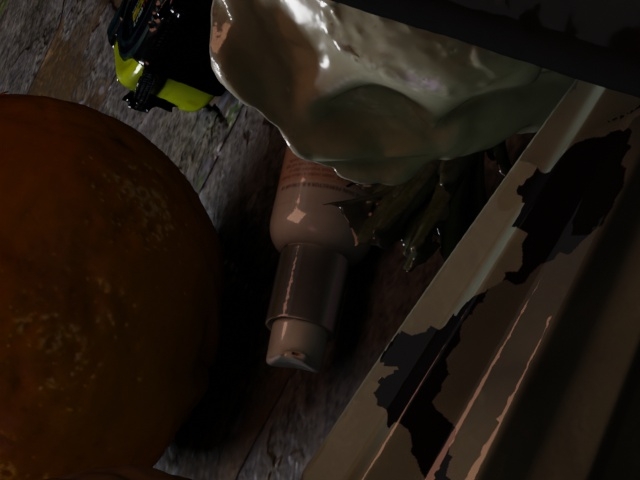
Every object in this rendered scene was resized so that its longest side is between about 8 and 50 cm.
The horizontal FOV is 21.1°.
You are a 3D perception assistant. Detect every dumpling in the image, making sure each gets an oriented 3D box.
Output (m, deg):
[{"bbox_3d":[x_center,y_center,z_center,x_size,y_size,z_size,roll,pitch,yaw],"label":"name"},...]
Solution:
[{"bbox_3d":[0.074,-0.128,0.905,0.258,0.193,0.147,-35,24,7],"label":"dumpling"}]

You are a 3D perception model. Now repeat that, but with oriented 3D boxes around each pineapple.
[{"bbox_3d":[0.113,-0.109,1.017,0.130,0.119,0.277,31,101,20],"label":"pineapple"}]

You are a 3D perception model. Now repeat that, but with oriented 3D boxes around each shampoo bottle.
[{"bbox_3d":[0.000,0.000,1.182,0.074,0.074,0.192,-23,51,56],"label":"shampoo bottle"}]

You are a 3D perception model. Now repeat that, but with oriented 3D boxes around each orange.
[{"bbox_3d":[-0.225,0.056,1.326,0.340,0.293,0.340,-63,8,16],"label":"orange"}]

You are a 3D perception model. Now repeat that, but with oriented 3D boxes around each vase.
[{"bbox_3d":[0.123,0.032,0.840,0.360,0.165,0.165,-63,25,-2],"label":"vase"}]

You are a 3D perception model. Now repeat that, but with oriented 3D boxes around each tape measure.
[{"bbox_3d":[-0.113,-0.199,1.529,0.199,0.112,0.186,-62,18,23],"label":"tape measure"}]

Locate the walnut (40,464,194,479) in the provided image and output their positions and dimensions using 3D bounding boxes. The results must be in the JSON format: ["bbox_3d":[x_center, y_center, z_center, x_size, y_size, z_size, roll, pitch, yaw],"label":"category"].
[{"bbox_3d":[-0.126,0.282,0.952,0.344,0.306,0.306,-44,33,45],"label":"walnut"}]

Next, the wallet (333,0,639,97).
[{"bbox_3d":[0.171,-0.166,0.732,0.406,0.062,0.228,21,84,27],"label":"wallet"}]
